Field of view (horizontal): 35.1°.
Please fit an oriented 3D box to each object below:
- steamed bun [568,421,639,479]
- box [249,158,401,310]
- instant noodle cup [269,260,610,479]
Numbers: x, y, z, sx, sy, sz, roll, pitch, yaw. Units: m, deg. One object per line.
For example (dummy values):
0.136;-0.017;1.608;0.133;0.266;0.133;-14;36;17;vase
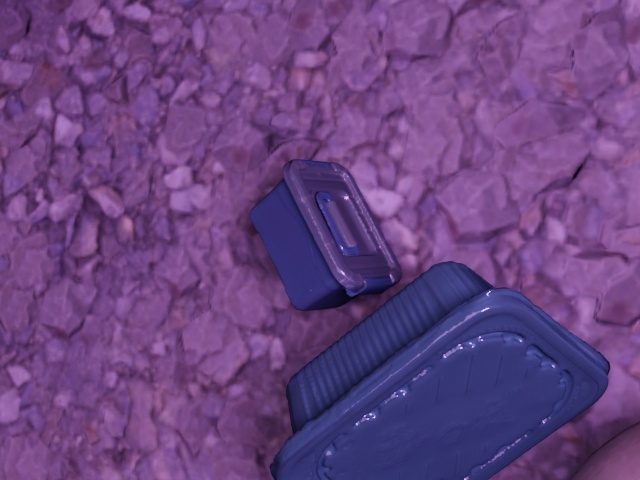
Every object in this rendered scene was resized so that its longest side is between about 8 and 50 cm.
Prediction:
0.218;0.194;0.491;0.231;0.145;0.232;-1;84;9;steamed bun
0.000;0.000;0.677;0.054;0.074;0.099;-36;70;28;box
0.065;0.088;0.603;0.179;0.157;0.070;-39;48;16;instant noodle cup
